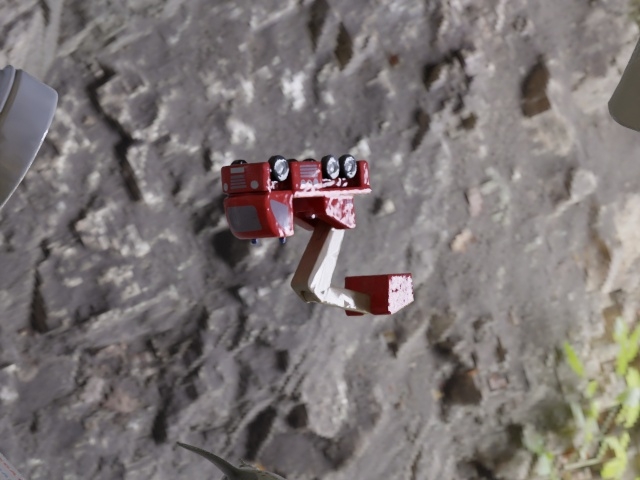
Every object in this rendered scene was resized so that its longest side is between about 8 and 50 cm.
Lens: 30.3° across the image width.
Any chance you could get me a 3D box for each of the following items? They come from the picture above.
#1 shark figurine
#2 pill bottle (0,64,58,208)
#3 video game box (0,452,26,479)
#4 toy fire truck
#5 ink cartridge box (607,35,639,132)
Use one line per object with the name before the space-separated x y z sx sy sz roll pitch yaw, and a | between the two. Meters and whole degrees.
shark figurine | -0.068 0.273 1.148 0.278 0.166 0.116 75 34 -77
pill bottle | -0.232 -0.087 0.576 0.193 0.108 0.108 30 49 -25
video game box | -0.251 0.156 0.575 0.187 0.205 0.048 42 -5 15
toy fire truck | 0.000 0.000 0.947 0.192 0.047 0.135 -6 92 -52
ink cartridge box | 0.319 -0.087 0.495 0.207 0.353 0.119 -67 163 1
